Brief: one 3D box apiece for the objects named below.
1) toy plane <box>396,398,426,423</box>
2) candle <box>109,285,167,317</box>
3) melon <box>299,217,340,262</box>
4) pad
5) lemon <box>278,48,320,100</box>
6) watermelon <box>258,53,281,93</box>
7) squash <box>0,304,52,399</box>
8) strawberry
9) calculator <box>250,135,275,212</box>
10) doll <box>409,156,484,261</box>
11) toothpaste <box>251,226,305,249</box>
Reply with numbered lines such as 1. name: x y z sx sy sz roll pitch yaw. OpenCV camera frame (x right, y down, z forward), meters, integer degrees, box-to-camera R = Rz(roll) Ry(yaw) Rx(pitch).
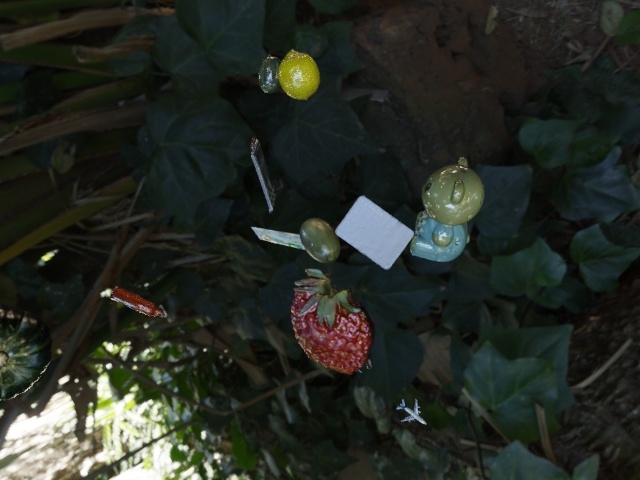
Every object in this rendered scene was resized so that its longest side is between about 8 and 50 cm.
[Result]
1. toy plane: 0.239 0.450 1.386 0.084 0.024 0.078 31 108 10
2. candle: -0.491 0.169 1.450 0.048 0.162 0.053 -62 10 12
3. melon: 0.000 0.000 1.452 0.162 0.099 0.099 -127 29 -48
4. pad: 0.125 -0.018 1.236 0.157 0.112 0.003 35 -174 -1
5. lemon: -0.057 -0.430 1.385 0.109 0.109 0.133 3 117 54
6. watermelon: -0.145 -0.488 1.561 0.078 0.078 0.111 17 103 49
7. squash: -0.701 0.244 1.160 0.218 0.218 0.172 64 155 -3
8. strawberry: 0.019 0.236 1.242 0.233 0.137 0.307 28 137 39
9. calculator: -0.219 -0.252 2.042 0.166 0.028 0.274 -91 -13 -58
10. doll: 0.340 -0.080 1.424 0.161 0.177 0.261 15 131 10
11. toothpaste: -0.123 -0.007 1.976 0.314 0.056 0.058 10 105 34
